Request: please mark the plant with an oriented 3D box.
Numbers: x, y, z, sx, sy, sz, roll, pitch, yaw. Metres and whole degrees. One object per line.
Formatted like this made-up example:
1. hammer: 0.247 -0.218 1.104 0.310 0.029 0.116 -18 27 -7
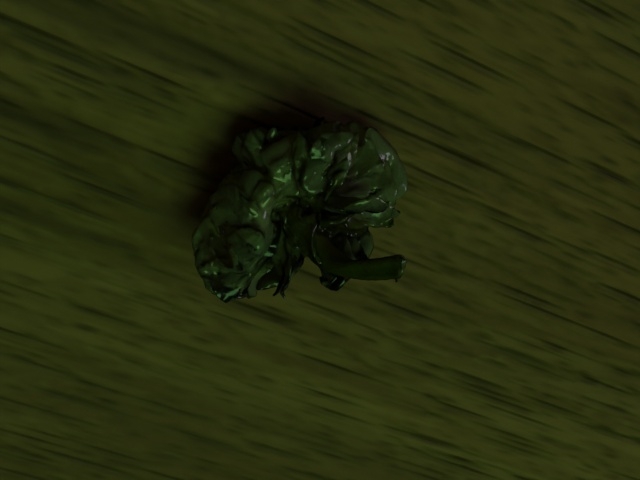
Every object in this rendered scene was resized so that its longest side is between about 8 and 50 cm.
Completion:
1. plant: 0.000 0.000 0.976 0.104 0.122 0.116 14 117 -44
